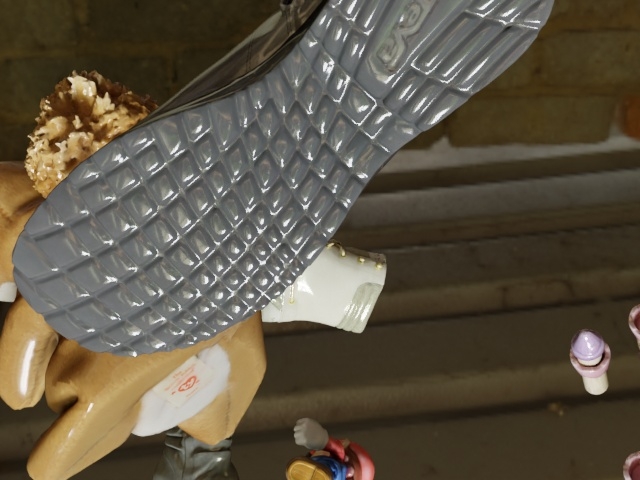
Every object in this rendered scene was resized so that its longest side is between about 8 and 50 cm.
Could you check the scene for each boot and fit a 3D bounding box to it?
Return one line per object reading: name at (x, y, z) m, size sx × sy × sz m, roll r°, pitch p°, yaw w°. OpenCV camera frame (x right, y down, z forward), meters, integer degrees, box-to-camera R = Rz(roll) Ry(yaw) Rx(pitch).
boot at (-0.012, -0.077, 0.588) m, size 0.338 × 0.118 × 0.223 m, roll -33°, pitch -165°, yaw 15°
boot at (-0.133, 0.306, 1.359) m, size 0.246 × 0.161 × 0.083 m, roll 9°, pitch 174°, yaw 34°
boot at (0.000, 0.000, 1.182) m, size 0.165 × 0.213 × 0.077 m, roll 9°, pitch -173°, yaw -18°

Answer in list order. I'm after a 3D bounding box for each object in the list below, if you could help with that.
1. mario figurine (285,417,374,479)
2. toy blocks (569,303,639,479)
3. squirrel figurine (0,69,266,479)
mario figurine at (-0.018, 0.438, 1.827) m, size 0.170 × 0.198 × 0.320 m, roll 41°, pitch -175°, yaw 12°
toy blocks at (0.574, 0.213, 1.565) m, size 0.309 × 0.260 × 0.288 m, roll -22°, pitch -129°, yaw 6°
squirrel figurine at (-0.232, 0.001, 1.082) m, size 0.281 × 0.397 × 0.370 m, roll -9°, pitch -133°, yaw -48°
